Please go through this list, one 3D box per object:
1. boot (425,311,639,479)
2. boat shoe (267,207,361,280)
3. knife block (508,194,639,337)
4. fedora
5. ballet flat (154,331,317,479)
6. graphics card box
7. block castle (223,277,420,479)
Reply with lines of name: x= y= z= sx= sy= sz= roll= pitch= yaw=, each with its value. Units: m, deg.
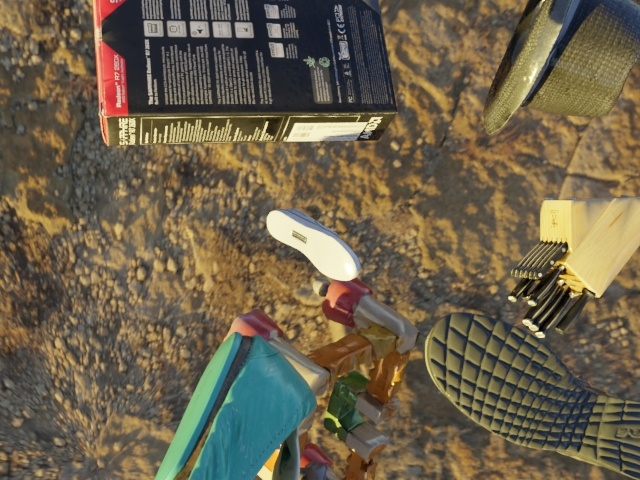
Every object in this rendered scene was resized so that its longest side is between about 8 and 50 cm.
boot: x=0.174 y=0.141 z=0.691 sx=0.246 sy=0.161 sz=0.083 roll=28 pitch=78 yaw=-12
boat shoe: x=0.000 y=0.000 z=0.674 sx=0.100 sy=0.035 sz=0.035 roll=30 pitch=32 yaw=29
knife block: x=0.463 y=0.044 z=1.351 sx=0.276 sy=0.088 sz=0.242 roll=-4 pitch=95 yaw=-18
fedora: x=0.340 y=-0.259 z=1.031 sx=0.152 sy=0.334 sz=0.334 roll=25 pitch=69 yaw=3
ballet flat: x=-0.067 y=0.162 z=0.416 sx=0.087 sy=0.083 sz=0.247 roll=35 pitch=55 yaw=-6
graphics card box: x=-0.099 y=-0.246 z=1.011 sx=0.371 sy=0.094 sz=0.232 roll=-4 pitch=72 yaw=-14
block castle: x=-0.043 y=0.297 z=1.276 sx=0.213 sy=0.453 sz=0.303 roll=31 pitch=33 yaw=34
